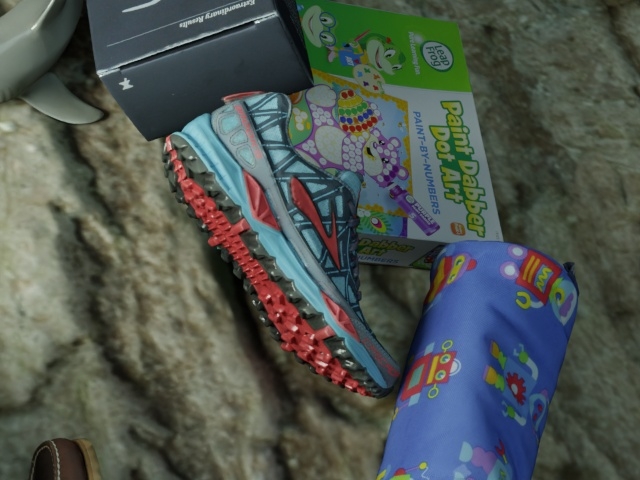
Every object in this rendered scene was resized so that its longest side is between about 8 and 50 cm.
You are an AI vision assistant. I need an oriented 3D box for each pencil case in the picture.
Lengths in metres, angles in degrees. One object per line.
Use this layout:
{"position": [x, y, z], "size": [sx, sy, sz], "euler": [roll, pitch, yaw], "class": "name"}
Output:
{"position": [0.119, 0.139, 1.137], "size": [0.133, 0.119, 0.306], "euler": [42, 46, -26], "class": "pencil case"}

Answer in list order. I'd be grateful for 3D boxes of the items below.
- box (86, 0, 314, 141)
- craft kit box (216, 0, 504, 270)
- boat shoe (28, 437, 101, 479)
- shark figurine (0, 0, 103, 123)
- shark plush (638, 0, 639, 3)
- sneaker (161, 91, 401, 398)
{"position": [-0.106, -0.208, 1.206], "size": [0.153, 0.108, 0.207], "euler": [-16, 60, 9], "class": "box"}
{"position": [0.023, -0.096, 1.283], "size": [0.247, 0.061, 0.249], "euler": [7, 57, -26], "class": "craft kit box"}
{"position": [-0.179, 0.223, 0.959], "size": [0.073, 0.073, 0.207], "euler": [8, 56, -25], "class": "boat shoe"}
{"position": [-0.225, -0.210, 1.195], "size": [0.166, 0.116, 0.278], "euler": [20, 55, -16], "class": "shark figurine"}
{"position": [0.316, -0.328, 1.583], "size": [0.161, 0.073, 0.067], "euler": [51, 22, 16], "class": "shark plush"}
{"position": [0.000, 0.000, 1.127], "size": [0.125, 0.104, 0.262], "euler": [-39, 105, -20], "class": "sneaker"}
